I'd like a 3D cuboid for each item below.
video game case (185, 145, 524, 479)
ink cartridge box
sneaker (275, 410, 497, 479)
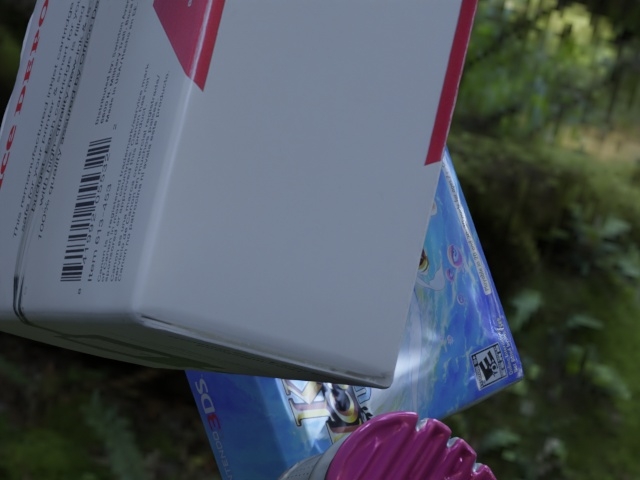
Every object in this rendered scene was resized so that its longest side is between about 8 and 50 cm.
[{"bbox_3d":[0.000,0.000,1.213,0.061,0.270,0.244,-19,1,43],"label":"video game case"},{"bbox_3d":[-0.046,-0.040,0.735,0.100,0.172,0.237,17,-8,-23],"label":"ink cartridge box"},{"bbox_3d":[0.069,0.173,0.930,0.252,0.103,0.111,47,-29,-22],"label":"sneaker"}]
